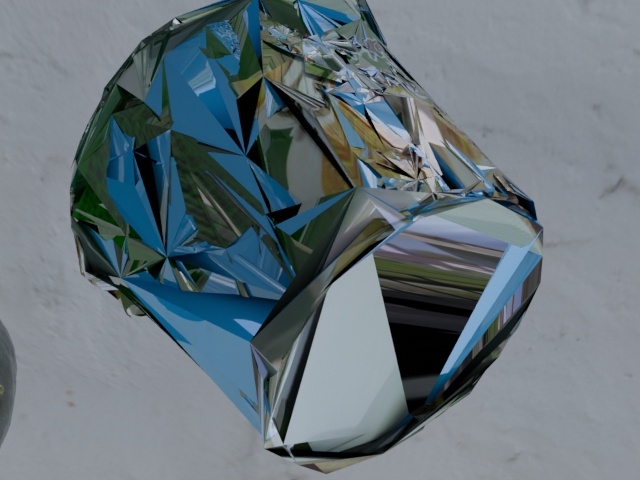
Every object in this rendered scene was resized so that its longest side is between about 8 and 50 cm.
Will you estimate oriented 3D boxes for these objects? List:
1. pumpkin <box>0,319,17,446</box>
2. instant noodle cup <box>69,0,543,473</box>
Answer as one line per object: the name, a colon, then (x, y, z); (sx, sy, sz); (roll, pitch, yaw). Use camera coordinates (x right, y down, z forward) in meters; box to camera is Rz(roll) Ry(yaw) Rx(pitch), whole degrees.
pumpkin: (-0.433, 0.147, 0.998); (0.300, 0.207, 0.300); (-15, -139, 14)
instant noodle cup: (0.000, 0.000, 0.593); (0.240, 0.240, 0.178); (-39, -126, -7)
